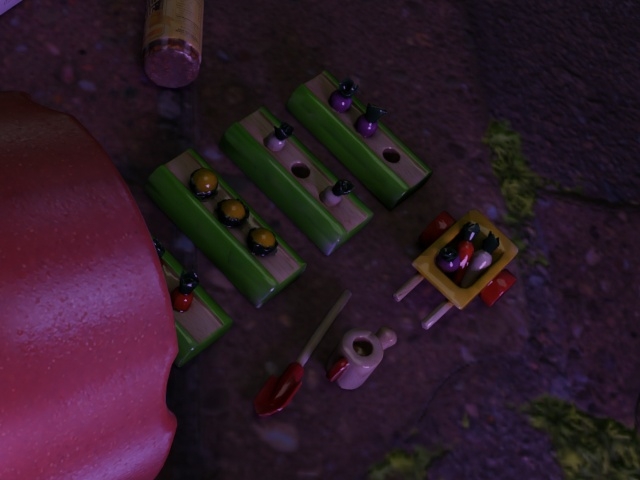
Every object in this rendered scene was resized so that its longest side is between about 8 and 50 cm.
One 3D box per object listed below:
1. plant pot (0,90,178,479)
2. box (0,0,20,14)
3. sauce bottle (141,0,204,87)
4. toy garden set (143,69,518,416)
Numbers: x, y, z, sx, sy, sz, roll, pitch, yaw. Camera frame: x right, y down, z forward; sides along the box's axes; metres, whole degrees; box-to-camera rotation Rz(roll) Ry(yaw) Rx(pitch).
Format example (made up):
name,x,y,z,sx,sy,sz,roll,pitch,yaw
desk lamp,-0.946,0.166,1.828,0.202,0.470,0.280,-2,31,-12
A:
name,x,y,z,sx,sy,sz,roll,pitch,yaw
plant pot,-0.219,0.059,0.432,0.265,0.272,0.272,-17,65,-41
box,-0.290,-0.288,0.735,0.290,0.087,0.169,36,52,3
sauce bottle,-0.102,-0.166,0.761,0.042,0.042,0.128,10,52,-17
toy garden set,0.000,0.000,0.683,0.204,0.049,0.244,45,52,11
